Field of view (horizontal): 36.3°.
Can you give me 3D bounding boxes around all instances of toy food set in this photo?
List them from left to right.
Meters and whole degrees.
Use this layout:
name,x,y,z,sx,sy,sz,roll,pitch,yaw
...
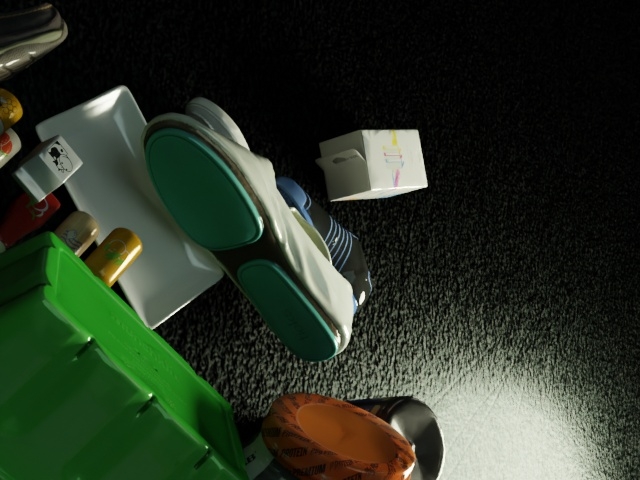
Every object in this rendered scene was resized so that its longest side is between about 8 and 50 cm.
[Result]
name,x,y,z,sx,sy,sz,roll,pitch,yaw
toy food set,-0.310,-0.036,1.037,0.232,0.111,0.104,54,49,-23

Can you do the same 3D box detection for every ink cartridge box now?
name,x,y,z,sx,sy,sz,roll,pitch,yaw
ink cartridge box,0.071,-0.110,1.434,0.143,0.092,0.090,-7,85,-43

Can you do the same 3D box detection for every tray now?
name,x,y,z,sx,sy,sz,roll,pitch,yaw
tray,-0.228,-0.039,1.174,0.145,0.030,0.270,-37,106,-41

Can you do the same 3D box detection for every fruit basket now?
name,x,y,z,sx,sy,sz,roll,pitch,yaw
fruit basket,-0.297,0.233,0.937,0.391,0.283,0.392,-4,111,-11

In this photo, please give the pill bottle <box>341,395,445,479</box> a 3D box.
name,x,y,z,sx,sy,sz,roll,pitch,yaw
pill bottle,0.037,0.261,1.220,0.122,0.219,0.123,12,72,-41

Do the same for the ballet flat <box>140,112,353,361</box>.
name,x,y,z,sx,sy,sz,roll,pitch,yaw
ballet flat,-0.079,-0.019,1.212,0.400,0.139,0.139,55,49,-29

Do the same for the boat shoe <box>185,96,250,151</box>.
name,x,y,z,sx,sy,sz,roll,pitch,yaw
boat shoe,-0.130,-0.094,1.265,0.063,0.066,0.184,-46,121,-41

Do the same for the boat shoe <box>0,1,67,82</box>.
name,x,y,z,sx,sy,sz,roll,pitch,yaw
boat shoe,-0.411,-0.199,0.968,0.355,0.132,0.130,-31,102,-45

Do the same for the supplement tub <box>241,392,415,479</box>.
name,x,y,z,sx,sy,sz,roll,pitch,yaw
supplement tub,-0.033,0.350,1.051,0.207,0.207,0.338,8,107,-42

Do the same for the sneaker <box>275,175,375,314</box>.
name,x,y,z,sx,sy,sz,roll,pitch,yaw
sneaker,0.000,0.000,1.353,0.090,0.081,0.232,-49,121,-42
